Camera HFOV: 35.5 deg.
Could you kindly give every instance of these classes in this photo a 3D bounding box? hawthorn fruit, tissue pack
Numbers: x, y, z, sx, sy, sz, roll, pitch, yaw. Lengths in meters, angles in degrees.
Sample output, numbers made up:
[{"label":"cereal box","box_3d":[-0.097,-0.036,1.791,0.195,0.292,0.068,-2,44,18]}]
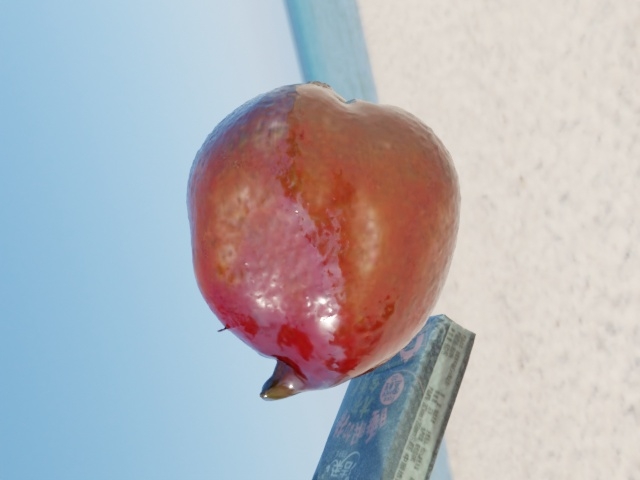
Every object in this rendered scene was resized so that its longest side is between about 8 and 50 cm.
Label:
[{"label":"hawthorn fruit","box_3d":[0.008,-0.014,1.013,0.295,0.295,0.311,74,177,-69]},{"label":"tissue pack","box_3d":[0.111,0.279,1.605,0.228,0.103,0.316,-21,43,62]}]
